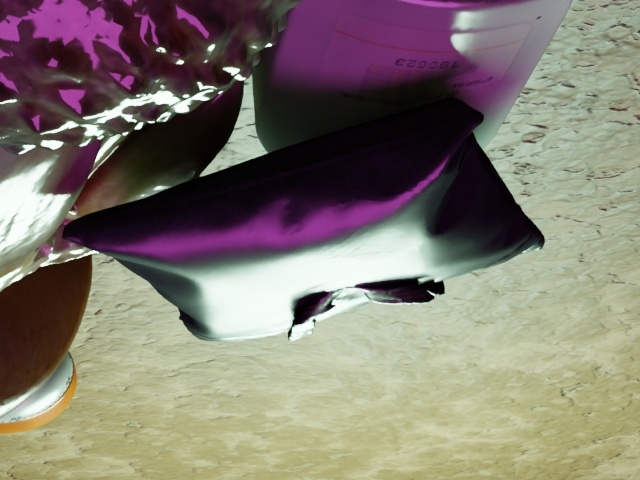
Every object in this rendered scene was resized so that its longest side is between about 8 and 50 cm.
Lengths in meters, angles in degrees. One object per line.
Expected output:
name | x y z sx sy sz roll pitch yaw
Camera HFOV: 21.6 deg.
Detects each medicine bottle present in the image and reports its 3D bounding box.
medicine bottle | 0.043 -0.112 1.030 0.161 0.111 0.296 1 154 -10

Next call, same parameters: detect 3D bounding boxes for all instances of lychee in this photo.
lychee | -0.122 -0.162 0.747 0.255 0.255 0.274 -22 123 36

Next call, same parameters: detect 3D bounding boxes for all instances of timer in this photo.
timer | -0.289 0.129 1.553 0.136 0.099 0.136 6 166 2

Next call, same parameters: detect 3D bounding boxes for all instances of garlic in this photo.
garlic | -0.171 -0.058 0.993 0.237 0.210 0.292 10 147 -13

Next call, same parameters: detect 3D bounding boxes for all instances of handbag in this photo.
handbag | 0.000 0.000 1.036 0.254 0.088 0.211 -15 156 12

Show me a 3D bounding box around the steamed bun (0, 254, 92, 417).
steamed bun | -0.345 0.030 1.121 0.235 0.248 0.379 -20 153 33
